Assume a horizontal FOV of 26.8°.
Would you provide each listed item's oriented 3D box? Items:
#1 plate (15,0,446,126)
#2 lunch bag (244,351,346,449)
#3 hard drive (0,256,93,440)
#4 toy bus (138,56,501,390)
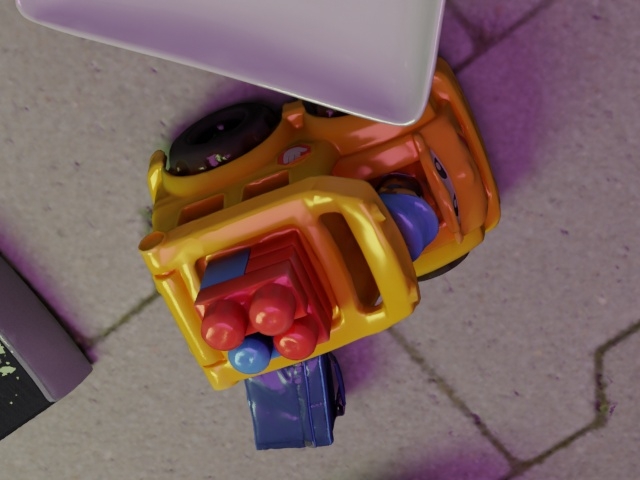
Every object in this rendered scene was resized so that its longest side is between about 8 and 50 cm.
[{"bbox_3d":[-0.042,-0.230,0.768,0.278,0.045,0.277,17,117,16],"label":"plate"},{"bbox_3d":[-0.016,0.104,0.958,0.065,0.067,0.098,-6,117,6],"label":"lunch bag"},{"bbox_3d":[-0.305,0.053,0.954,0.172,0.054,0.255,-33,111,18],"label":"hard drive"},{"bbox_3d":[0.000,0.000,0.826,0.220,0.211,0.149,-20,113,11],"label":"toy bus"}]
